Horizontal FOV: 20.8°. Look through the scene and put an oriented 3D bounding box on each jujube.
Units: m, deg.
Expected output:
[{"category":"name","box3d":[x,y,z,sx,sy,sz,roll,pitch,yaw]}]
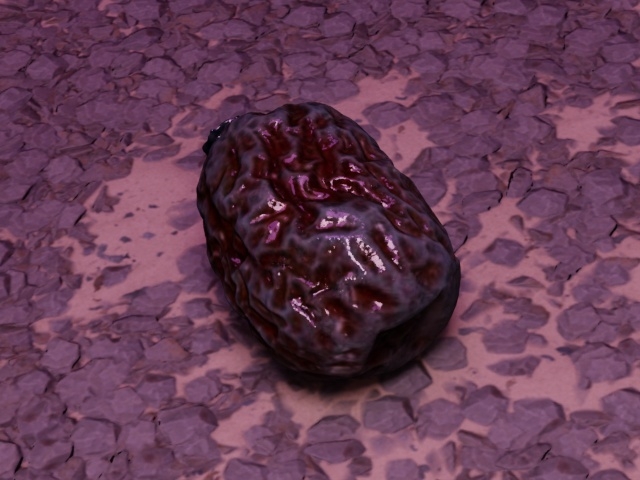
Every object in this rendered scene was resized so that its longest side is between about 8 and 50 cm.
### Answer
[{"category":"jujube","box3d":[0.000,0.000,1.764,0.226,0.226,0.317,-24,52,-17]}]
